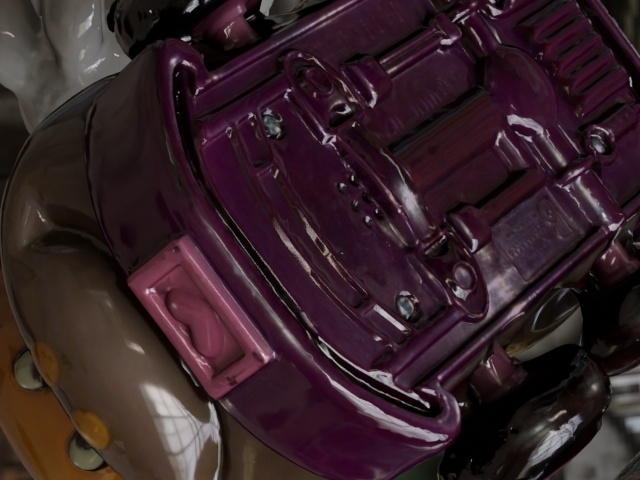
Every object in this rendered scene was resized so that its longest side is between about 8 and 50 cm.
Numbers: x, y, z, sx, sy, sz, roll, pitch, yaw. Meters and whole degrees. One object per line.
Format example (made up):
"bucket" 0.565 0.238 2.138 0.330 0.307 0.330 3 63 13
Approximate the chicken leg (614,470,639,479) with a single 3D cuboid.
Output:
"chicken leg" 0.096 0.156 0.874 0.107 0.252 0.087 23 52 -71

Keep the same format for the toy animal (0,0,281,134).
"toy animal" -0.118 -0.140 1.186 0.193 0.127 0.178 -50 127 -41

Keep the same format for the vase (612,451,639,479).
"vase" 0.187 0.275 1.322 0.173 0.321 0.173 50 -2 3

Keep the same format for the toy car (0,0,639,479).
"toy car" 0.000 0.000 0.901 0.271 0.341 0.240 55 -46 2
